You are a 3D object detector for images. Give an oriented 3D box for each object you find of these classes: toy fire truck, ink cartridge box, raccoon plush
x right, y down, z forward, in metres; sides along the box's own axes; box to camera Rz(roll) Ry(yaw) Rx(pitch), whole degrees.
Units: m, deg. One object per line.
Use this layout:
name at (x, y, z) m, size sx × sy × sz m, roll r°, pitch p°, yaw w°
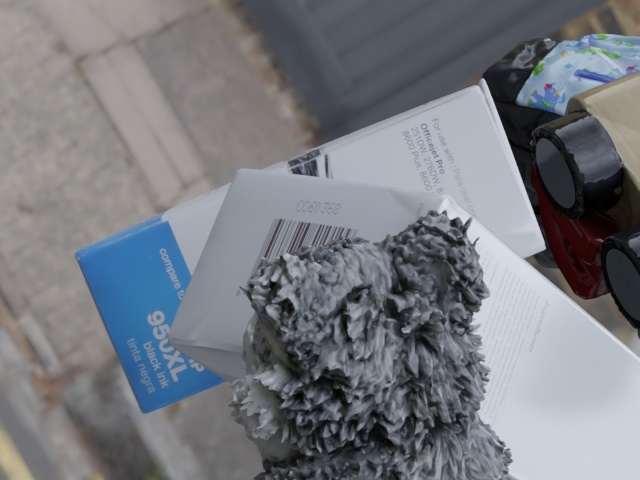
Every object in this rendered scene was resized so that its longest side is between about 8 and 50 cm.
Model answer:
toy fire truck at (0.227, 0.038, 1.156) m, size 0.217 × 0.158 × 0.246 m, roll 60°, pitch -17°, yaw 27°
ink cartridge box at (0.000, 0.000, 1.845) m, size 0.285 × 0.395 × 0.166 m, roll -46°, pitch 114°, yaw -85°
raccoon plush at (0.108, 0.178, 1.189) m, size 0.446 × 0.299 × 0.216 m, roll 29°, pitch 36°, yaw 31°

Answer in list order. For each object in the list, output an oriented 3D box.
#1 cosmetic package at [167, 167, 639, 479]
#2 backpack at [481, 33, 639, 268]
cosmetic package at (0.092, 0.100, 1.524) m, size 0.385 × 0.217 × 0.156 m, roll 38°, pitch 69°, yaw -43°
backpack at (0.385, -0.077, 2.060) m, size 0.355 × 0.273 × 0.290 m, roll 26°, pitch -33°, yaw 48°
